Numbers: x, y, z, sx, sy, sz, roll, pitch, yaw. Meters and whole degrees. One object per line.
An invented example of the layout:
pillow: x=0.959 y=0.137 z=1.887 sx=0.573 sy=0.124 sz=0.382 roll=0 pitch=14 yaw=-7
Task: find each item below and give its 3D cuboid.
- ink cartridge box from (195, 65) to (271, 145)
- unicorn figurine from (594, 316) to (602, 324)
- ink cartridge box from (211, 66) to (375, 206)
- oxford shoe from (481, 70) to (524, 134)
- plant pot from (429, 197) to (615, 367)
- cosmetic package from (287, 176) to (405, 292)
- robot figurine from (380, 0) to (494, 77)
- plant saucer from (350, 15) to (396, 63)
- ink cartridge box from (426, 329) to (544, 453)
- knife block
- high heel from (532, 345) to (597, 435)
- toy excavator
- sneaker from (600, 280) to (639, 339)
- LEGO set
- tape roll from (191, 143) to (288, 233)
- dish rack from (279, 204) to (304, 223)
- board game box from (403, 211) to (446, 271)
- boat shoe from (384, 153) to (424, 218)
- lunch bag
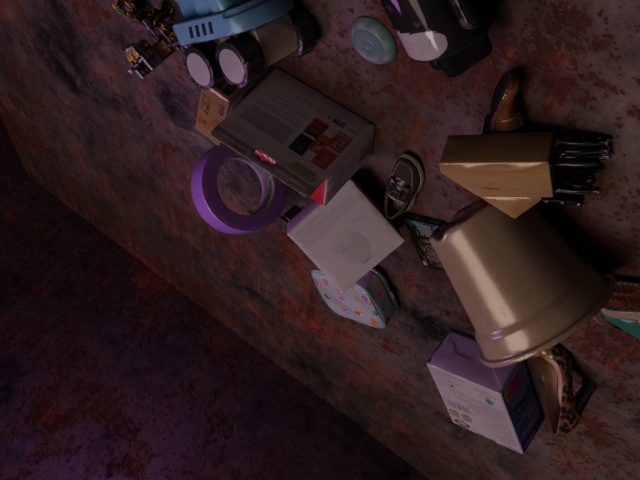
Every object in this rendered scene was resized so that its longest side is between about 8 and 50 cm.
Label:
ink cartridge box: x=-0.224 y=-0.381 z=1.993 sx=0.088 sy=0.193 sz=0.235 roll=38 pitch=155 yaw=3
unicorn figurine: x=0.589 y=0.171 z=1.873 sx=0.162 sy=0.111 sz=0.060 roll=-174 pitch=78 yaw=-83
ink cartridge box: x=-0.071 y=-0.238 z=1.914 sx=0.309 sy=0.272 sz=0.130 roll=34 pitch=154 yaw=16
oxford shoe: x=0.370 y=-0.253 z=1.524 sx=0.076 sy=0.076 sz=0.212 roll=11 pitch=152 yaw=6
plant pot: x=0.412 y=0.056 z=1.700 sx=0.305 sy=0.334 sz=0.334 roll=56 pitch=154 yaw=-3
cosmetic package: x=0.064 y=-0.025 z=2.086 sx=0.225 sy=0.224 sz=0.138 roll=48 pitch=-172 yaw=-14
robot figurine: x=0.200 y=-0.428 z=1.350 sx=0.209 sy=0.173 sz=0.278 roll=-3 pitch=132 yaw=42
plant saucer: x=0.108 y=-0.422 z=1.658 sx=0.119 sy=0.021 sz=0.119 roll=32 pitch=153 yaw=19
ink cartridge box: x=0.516 y=0.484 z=2.384 sx=0.270 sy=0.151 sz=0.395 roll=18 pitch=145 yaw=42
knife block: x=0.405 y=-0.159 z=1.496 sx=0.275 sy=0.088 sz=0.242 roll=31 pitch=141 yaw=-11
high heel: x=0.598 y=0.378 z=2.053 sx=0.261 sy=0.186 sz=0.093 roll=42 pitch=155 yaw=-1
toy excavator: x=-0.263 y=-0.588 z=1.757 sx=0.433 sy=0.222 sz=0.445 roll=9 pitch=126 yaw=49
sneaker: x=0.737 y=0.167 z=1.630 sx=0.302 sy=0.108 sz=0.121 roll=15 pitch=153 yaw=47
LEGO set: x=-0.451 y=-0.567 z=2.019 sx=0.331 sy=0.192 sz=0.255 roll=1 pitch=133 yaw=54
tape roll: x=-0.236 y=-0.157 z=2.275 sx=0.275 sy=0.275 sz=0.090 roll=49 pitch=155 yaw=-16
dish rack: x=0.000 y=0.000 z=2.327 sx=0.208 sy=0.074 sz=0.271 roll=43 pitch=179 yaw=19
board game box: x=0.303 y=0.011 z=2.072 sx=0.126 sy=0.026 sz=0.186 roll=16 pitch=145 yaw=42
boat shoe: x=0.202 y=-0.126 z=1.938 sx=0.080 sy=0.073 sz=0.223 roll=34 pitch=154 yaw=16
lunch bag: x=0.112 y=0.156 z=2.484 sx=0.279 sy=0.108 sz=0.224 roll=15 pitch=142 yaw=42
